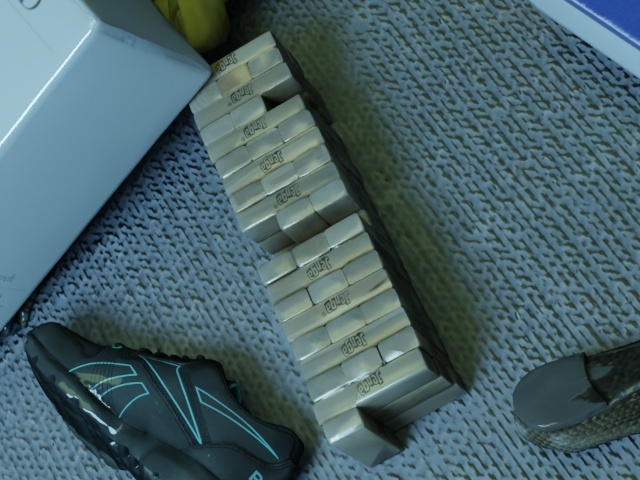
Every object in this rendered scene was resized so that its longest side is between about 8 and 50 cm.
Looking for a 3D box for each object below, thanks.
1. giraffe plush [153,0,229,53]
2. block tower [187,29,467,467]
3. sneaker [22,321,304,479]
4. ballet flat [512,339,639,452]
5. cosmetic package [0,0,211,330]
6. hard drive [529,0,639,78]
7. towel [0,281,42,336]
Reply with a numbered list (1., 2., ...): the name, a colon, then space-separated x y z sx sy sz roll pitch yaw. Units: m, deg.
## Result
1. giraffe plush: -0.068 -0.279 1.124 0.170 0.210 0.181 -19 55 -17
2. block tower: 0.000 0.000 1.007 0.097 0.091 0.336 -29 61 12
3. sneaker: -0.127 0.134 1.022 0.267 0.101 0.106 33 63 31
4. ballet flat: 0.253 0.093 0.884 0.249 0.058 0.084 -19 41 10
5. cosmetic package: -0.329 -0.054 1.068 0.453 0.161 0.230 -49 65 13
6. hard drive: 0.333 -0.233 0.946 0.318 0.040 0.210 -41 58 -11
7. towel: -0.371 -0.082 1.237 0.370 0.040 0.272 18 78 27
